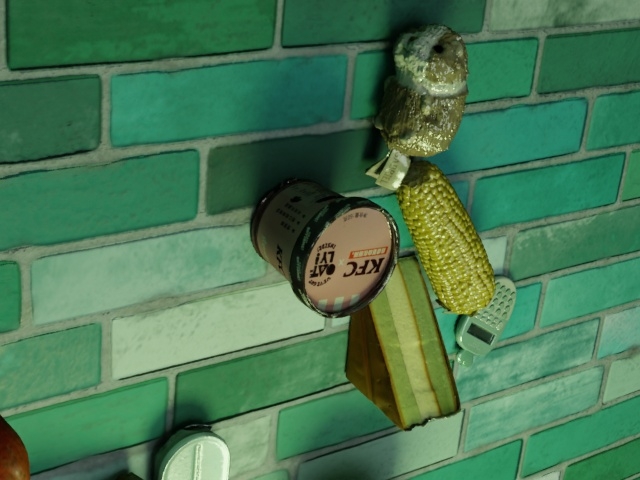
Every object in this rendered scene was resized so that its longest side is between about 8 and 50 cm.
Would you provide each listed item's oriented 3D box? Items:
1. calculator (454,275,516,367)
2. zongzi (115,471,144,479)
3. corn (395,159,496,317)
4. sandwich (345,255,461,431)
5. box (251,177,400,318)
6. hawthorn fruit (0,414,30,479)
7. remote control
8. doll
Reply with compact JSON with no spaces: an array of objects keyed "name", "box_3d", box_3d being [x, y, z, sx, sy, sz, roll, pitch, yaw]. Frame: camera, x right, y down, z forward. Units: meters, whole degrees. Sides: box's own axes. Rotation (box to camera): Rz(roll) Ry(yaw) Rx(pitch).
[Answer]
[{"name":"calculator","box_3d":[0.249,0.124,1.742,0.095,0.021,0.153,29,92,-43]},{"name":"zongzi","box_3d":[-0.269,0.406,1.409,0.189,0.081,0.178,-43,146,-52]},{"name":"corn","box_3d":[0.173,0.000,1.575,0.091,0.091,0.260,-13,131,18]},{"name":"sandwich","box_3d":[0.124,0.137,1.570,0.117,0.144,0.187,-13,120,-36]},{"name":"box","box_3d":[0.000,0.000,1.410,0.151,0.135,0.151,-21,127,-31]},{"name":"hawthorn fruit","box_3d":[-0.413,0.220,1.158,0.196,0.196,0.225,-37,135,-17]},{"name":"remote control","box_3d":[-0.175,0.355,1.507,0.104,0.052,0.247,-8,117,-34]},{"name":"doll","box_3d":[0.127,-0.164,1.444,0.115,0.105,0.221,0,110,-45]}]
